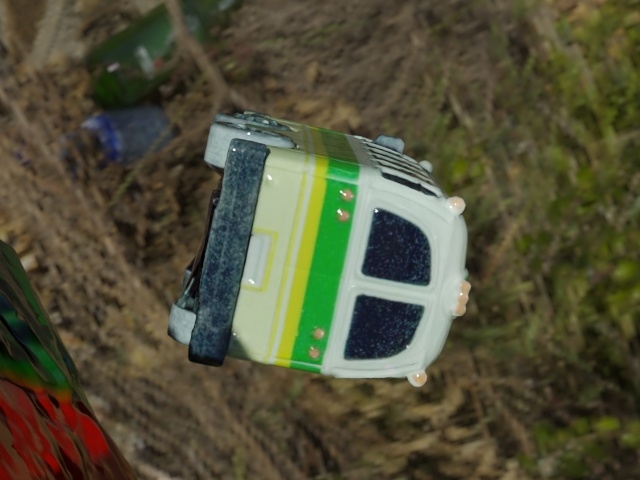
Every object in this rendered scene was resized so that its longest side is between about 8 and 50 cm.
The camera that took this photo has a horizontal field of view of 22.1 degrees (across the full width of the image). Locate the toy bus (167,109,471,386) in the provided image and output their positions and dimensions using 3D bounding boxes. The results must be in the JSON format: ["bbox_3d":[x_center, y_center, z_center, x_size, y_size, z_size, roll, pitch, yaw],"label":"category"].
[{"bbox_3d":[0.000,0.000,1.016,0.276,0.164,0.134,-93,-164,-81],"label":"toy bus"}]

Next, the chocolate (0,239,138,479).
[{"bbox_3d":[-0.256,0.094,0.900,0.341,0.161,0.360,56,7,31],"label":"chocolate"}]
